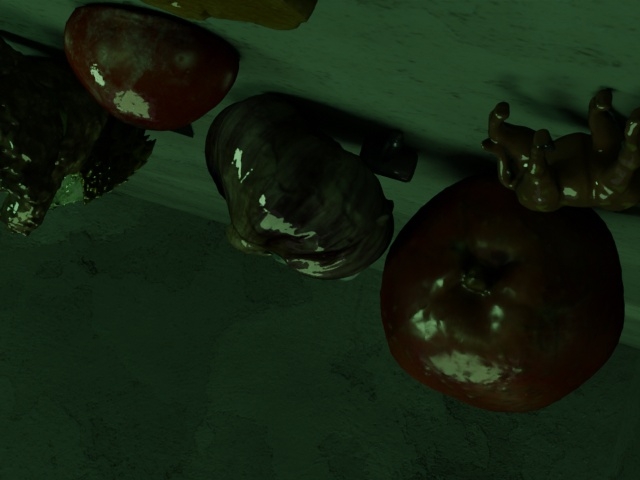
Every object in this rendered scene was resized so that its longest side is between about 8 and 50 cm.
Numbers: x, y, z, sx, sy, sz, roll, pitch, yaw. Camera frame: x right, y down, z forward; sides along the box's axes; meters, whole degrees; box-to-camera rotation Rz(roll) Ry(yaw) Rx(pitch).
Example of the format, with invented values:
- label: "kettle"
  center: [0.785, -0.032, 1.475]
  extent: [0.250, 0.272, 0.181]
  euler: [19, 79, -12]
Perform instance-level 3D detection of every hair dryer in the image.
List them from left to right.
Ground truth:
- label: "hair dryer"
  center: [0.080, -0.097, 1.033]
  extent: [0.063, 0.037, 0.114]
  euler: [16, 168, -3]

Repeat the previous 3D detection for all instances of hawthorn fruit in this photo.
- label: "hawthorn fruit"
  center: [0.195, 0.057, 1.045]
  extent: [0.275, 0.275, 0.299]
  euler: [14, 177, 24]

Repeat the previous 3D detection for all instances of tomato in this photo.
- label: "tomato"
  center: [-0.162, -0.148, 0.863]
  extent: [0.159, 0.091, 0.139]
  euler: [17, 175, 15]

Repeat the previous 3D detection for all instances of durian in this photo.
- label: "durian"
  center: [-0.344, -0.114, 1.344]
  extent: [0.306, 0.166, 0.172]
  euler: [0, 169, 44]

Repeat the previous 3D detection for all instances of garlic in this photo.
- label: "garlic"
  center: [-0.035, -0.046, 1.041]
  extent: [0.245, 0.160, 0.245]
  euler: [45, 174, 6]

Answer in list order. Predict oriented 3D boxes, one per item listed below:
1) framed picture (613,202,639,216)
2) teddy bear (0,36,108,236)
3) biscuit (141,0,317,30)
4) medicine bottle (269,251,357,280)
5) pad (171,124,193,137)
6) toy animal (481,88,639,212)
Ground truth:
- label: "framed picture"
  center: [0.368, -0.032, 0.912]
  extent: [0.203, 0.015, 0.150]
  euler: [13, 175, 31]
- label: "teddy bear"
  center: [-0.377, -0.124, 1.097]
  extent: [0.296, 0.246, 0.222]
  euler: [1, -166, 37]
- label: "biscuit"
  center: [-0.101, -0.185, 0.536]
  extent: [0.184, 0.035, 0.249]
  euler: [12, 174, 30]
- label: "medicine bottle"
  center: [0.000, 0.000, 1.863]
  extent: [0.168, 0.135, 0.135]
  euler: [18, 175, -32]
- label: "pad"
  center: [-0.300, -0.193, 1.334]
  extent: [0.245, 0.006, 0.170]
  euler: [16, 175, -3]
- label: "toy animal"
  center: [0.256, -0.056, 0.750]
  extent: [0.224, 0.066, 0.229]
  euler: [-7, 156, 24]
